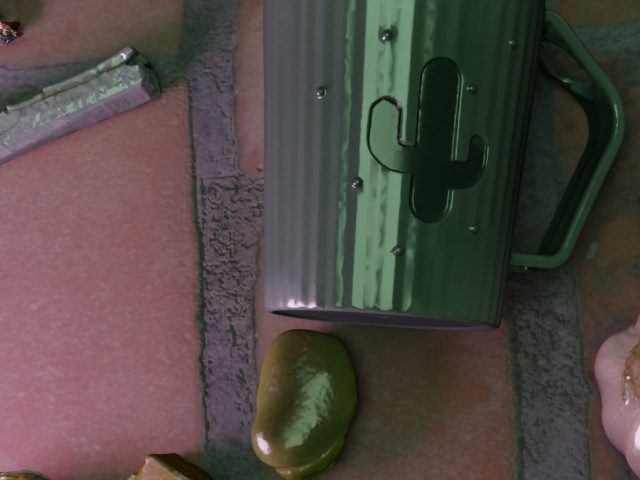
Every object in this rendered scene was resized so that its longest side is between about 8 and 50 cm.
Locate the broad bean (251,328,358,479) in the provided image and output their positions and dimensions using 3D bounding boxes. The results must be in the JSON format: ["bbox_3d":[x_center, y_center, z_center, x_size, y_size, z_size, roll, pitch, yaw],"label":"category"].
[{"bbox_3d":[-0.020,0.192,1.696,0.124,0.082,0.174,13,86,17],"label":"broad bean"}]

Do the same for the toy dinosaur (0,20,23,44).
[{"bbox_3d":[-0.457,-0.276,1.885,0.154,0.049,0.055,2,86,8],"label":"toy dinosaur"}]

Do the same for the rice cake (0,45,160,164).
[{"bbox_3d":[-0.364,-0.148,1.836,0.336,0.066,0.063,-23,69,8],"label":"rice cake"}]

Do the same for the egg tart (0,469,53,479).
[{"bbox_3d":[-0.367,0.392,1.744,0.234,0.094,0.234,-2,80,10],"label":"egg tart"}]

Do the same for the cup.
[{"bbox_3d":[0.123,-0.104,1.591,0.401,0.310,0.392,2,84,14],"label":"cup"}]

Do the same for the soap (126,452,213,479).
[{"bbox_3d":[-0.156,0.374,1.703,0.160,0.080,0.257,-13,80,11],"label":"soap"}]

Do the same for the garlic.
[{"bbox_3d":[0.375,0.164,1.587,0.143,0.178,0.229,-9,58,42],"label":"garlic"}]
